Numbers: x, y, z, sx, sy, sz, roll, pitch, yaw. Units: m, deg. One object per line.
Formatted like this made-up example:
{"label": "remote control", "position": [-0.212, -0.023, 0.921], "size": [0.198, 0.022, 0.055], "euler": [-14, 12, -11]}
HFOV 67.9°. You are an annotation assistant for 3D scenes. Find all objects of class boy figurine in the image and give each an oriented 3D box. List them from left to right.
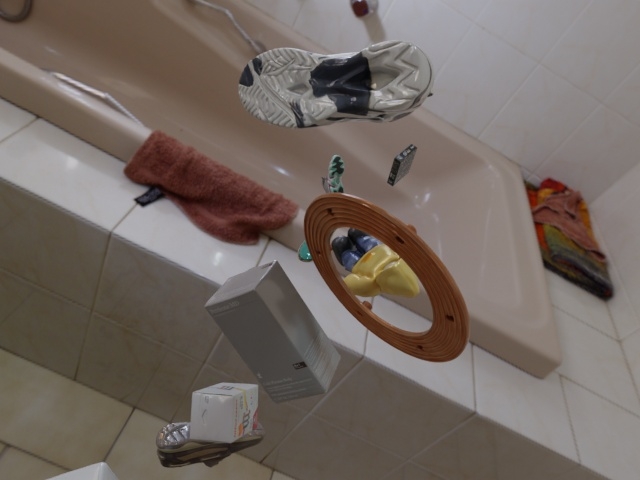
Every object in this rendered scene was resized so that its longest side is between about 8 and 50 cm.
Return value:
{"label": "boy figurine", "position": [0.110, 0.053, 0.990], "size": [0.092, 0.177, 0.285], "euler": [58, -5, -20]}

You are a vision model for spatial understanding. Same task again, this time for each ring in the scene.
{"label": "ring", "position": [0.099, 0.061, 0.774], "size": [0.336, 0.336, 0.032], "euler": [44, 65, 13]}

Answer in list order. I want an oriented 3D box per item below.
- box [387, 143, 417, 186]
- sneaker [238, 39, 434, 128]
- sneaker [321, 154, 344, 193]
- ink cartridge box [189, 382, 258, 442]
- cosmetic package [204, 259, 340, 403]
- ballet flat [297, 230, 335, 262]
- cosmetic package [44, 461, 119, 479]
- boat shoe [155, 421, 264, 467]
{"label": "box", "position": [0.188, -0.173, 1.096], "size": [0.018, 0.083, 0.067], "euler": [38, 60, 19]}
{"label": "sneaker", "position": [0.030, -0.184, 0.587], "size": [0.153, 0.235, 0.093], "euler": [-16, 100, -64]}
{"label": "sneaker", "position": [0.022, -0.143, 1.062], "size": [0.038, 0.098, 0.069], "euler": [-6, 16, -28]}
{"label": "ink cartridge box", "position": [-0.267, 0.481, 1.341], "size": [0.176, 0.128, 0.128], "euler": [24, 66, -73]}
{"label": "cosmetic package", "position": [-0.081, 0.166, 0.857], "size": [0.237, 0.127, 0.107], "euler": [55, 33, -18]}
{"label": "ballet flat", "position": [0.000, 0.000, 1.167], "size": [0.057, 0.052, 0.168], "euler": [34, 61, 9]}
{"label": "cosmetic package", "position": [-0.443, 0.643, 0.725], "size": [0.328, 0.329, 0.393], "euler": [-16, 35, -9]}
{"label": "boat shoe", "position": [-0.367, 0.676, 1.594], "size": [0.356, 0.130, 0.132], "euler": [4, 19, -22]}
